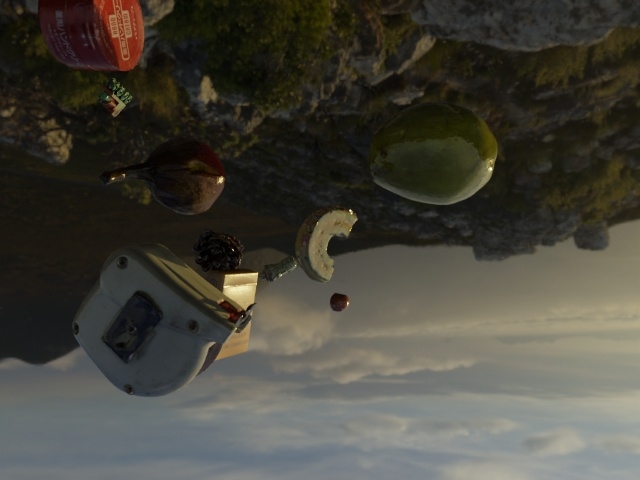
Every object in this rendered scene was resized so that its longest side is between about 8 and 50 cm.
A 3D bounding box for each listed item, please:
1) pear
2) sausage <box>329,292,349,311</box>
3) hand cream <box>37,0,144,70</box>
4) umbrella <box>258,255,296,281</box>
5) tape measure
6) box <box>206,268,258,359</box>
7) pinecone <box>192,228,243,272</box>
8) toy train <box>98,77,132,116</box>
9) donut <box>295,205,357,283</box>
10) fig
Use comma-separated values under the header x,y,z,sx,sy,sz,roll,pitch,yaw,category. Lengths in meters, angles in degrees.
x,y,z,sx,sy,sz,roll,pitch,yaw,category
0.270,-0.211,1.258,0.307,0.252,0.253,-1,168,7,pear
0.057,0.187,1.536,0.059,0.054,0.094,12,176,2,sausage
-0.460,-0.443,1.041,0.126,0.193,0.193,4,169,12,hand cream
-0.154,0.104,1.821,0.144,0.067,0.062,-23,-155,-4,umbrella
-0.291,0.146,0.915,0.258,0.265,0.130,37,-171,5,tape measure
-0.295,0.230,1.635,0.076,0.273,0.174,10,-176,28,box
-0.363,0.045,1.810,0.179,0.149,0.195,19,-176,-16,pinecone
-0.808,-0.557,1.997,0.074,0.118,0.176,43,177,-4,toy train
-0.002,-0.004,1.047,0.108,0.165,0.065,34,169,-37,donut
-0.338,-0.136,1.176,0.191,0.190,0.290,-6,-165,18,fig
